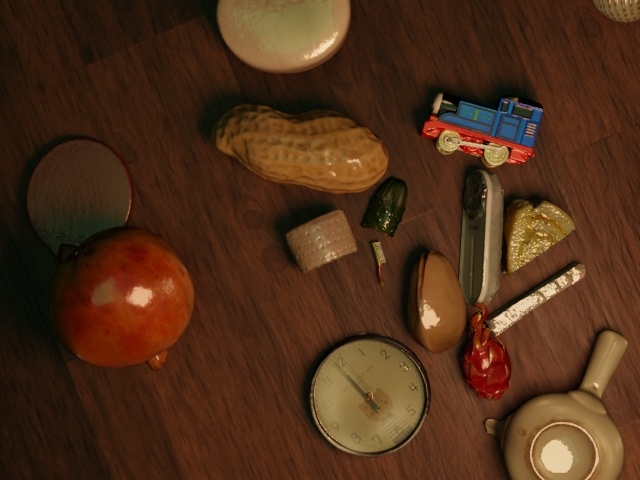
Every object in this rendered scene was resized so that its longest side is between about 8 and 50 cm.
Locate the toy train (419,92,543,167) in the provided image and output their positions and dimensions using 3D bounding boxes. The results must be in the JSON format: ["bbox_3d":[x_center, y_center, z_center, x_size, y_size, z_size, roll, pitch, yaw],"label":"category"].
[{"bbox_3d":[0.290,-0.206,1.925,0.204,0.083,0.131,16,91,1],"label":"toy train"}]

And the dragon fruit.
[{"bbox_3d":[0.294,0.193,1.910,0.094,0.094,0.190,-10,106,3],"label":"dragon fruit"}]

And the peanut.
[{"bbox_3d":[-0.039,-0.171,1.915,0.325,0.140,0.153,15,72,7],"label":"peanut"}]

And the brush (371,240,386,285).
[{"bbox_3d":[0.111,0.043,1.964,0.021,0.019,0.083,-11,88,-7],"label":"brush"}]

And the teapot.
[{"bbox_3d":[0.464,0.329,1.881,0.318,0.149,0.220,-38,80,4],"label":"teapot"}]

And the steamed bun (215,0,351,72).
[{"bbox_3d":[-0.063,-0.382,1.907,0.242,0.146,0.164,-7,96,3],"label":"steamed bun"}]

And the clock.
[{"bbox_3d":[0.091,0.284,1.950,0.226,0.049,0.226,0,91,2],"label":"clock"}]

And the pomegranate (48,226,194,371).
[{"bbox_3d":[-0.345,0.116,1.889,0.252,0.229,0.270,-36,111,-7],"label":"pomegranate"}]

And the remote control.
[{"bbox_3d":[0.289,-0.004,1.916,0.052,0.104,0.247,2,92,-17],"label":"remote control"}]

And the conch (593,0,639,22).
[{"bbox_3d":[0.538,-0.464,1.907,0.153,0.102,0.135,24,76,3],"label":"conch"}]

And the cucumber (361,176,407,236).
[{"bbox_3d":[0.124,-0.065,1.956,0.067,0.035,0.107,20,89,4],"label":"cucumber"}]

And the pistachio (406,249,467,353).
[{"bbox_3d":[0.203,0.110,1.912,0.108,0.126,0.185,-6,84,34],"label":"pistachio"}]

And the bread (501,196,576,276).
[{"bbox_3d":[0.365,-0.018,1.909,0.156,0.103,0.110,-36,94,-5],"label":"bread"}]

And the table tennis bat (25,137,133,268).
[{"bbox_3d":[-0.456,-0.039,1.983,0.200,0.038,0.310,10,90,3],"label":"table tennis bat"}]

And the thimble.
[{"bbox_3d":[0.000,0.000,1.930,0.115,0.102,0.090,-24,88,-27],"label":"thimble"}]

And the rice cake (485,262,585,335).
[{"bbox_3d":[0.391,0.106,1.938,0.211,0.043,0.034,-33,96,2],"label":"rice cake"}]
